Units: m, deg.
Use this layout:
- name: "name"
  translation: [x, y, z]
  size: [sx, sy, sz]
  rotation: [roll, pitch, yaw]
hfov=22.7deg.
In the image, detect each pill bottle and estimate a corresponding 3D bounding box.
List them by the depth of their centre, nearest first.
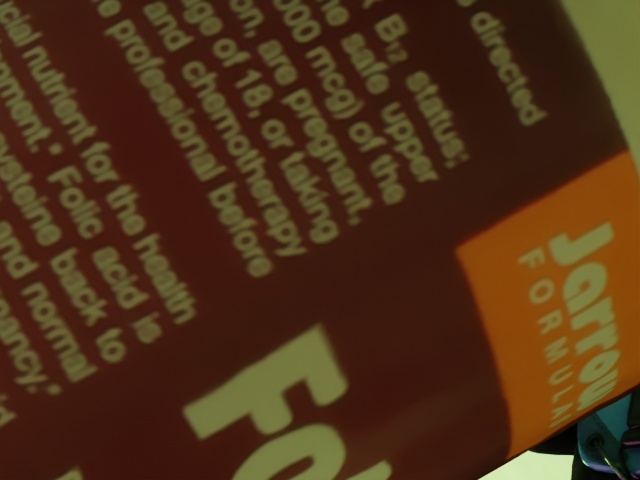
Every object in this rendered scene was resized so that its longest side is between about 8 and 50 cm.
- name: "pill bottle"
  translation: [-0.029, -0.015, 0.466]
  size: [0.224, 0.392, 0.224]
  rotation: [58, 170, 16]

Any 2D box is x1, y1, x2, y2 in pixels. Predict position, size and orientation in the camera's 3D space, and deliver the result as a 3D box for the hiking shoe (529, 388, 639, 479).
- name: "hiking shoe"
  translation: [0.169, 0.094, 0.608]
  size: [0.113, 0.132, 0.304]
  rotation: [61, 175, -19]
